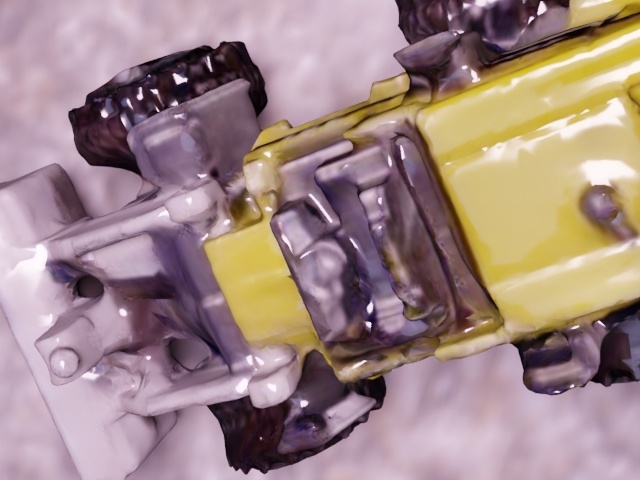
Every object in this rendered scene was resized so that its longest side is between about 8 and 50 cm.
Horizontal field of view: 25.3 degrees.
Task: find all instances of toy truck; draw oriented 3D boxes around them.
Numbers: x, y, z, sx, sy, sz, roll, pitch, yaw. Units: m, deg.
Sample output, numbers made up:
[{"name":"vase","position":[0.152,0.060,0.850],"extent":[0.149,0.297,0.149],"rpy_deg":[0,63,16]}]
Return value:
[{"name":"toy truck","position":[0.000,0.000,0.416],"extent":[0.285,0.111,0.136],"rpy_deg":[-19,99,27]}]
